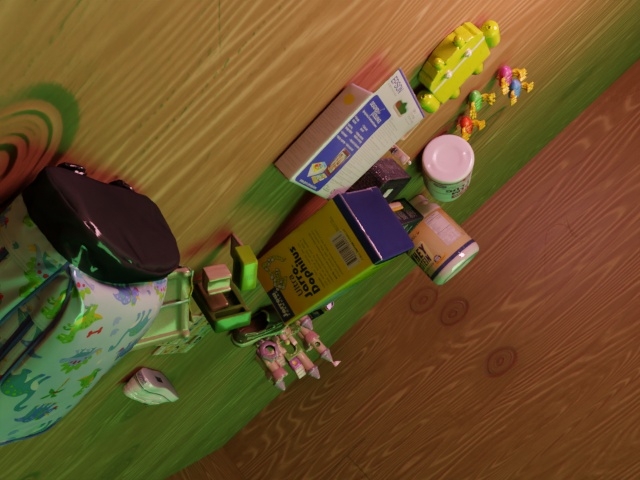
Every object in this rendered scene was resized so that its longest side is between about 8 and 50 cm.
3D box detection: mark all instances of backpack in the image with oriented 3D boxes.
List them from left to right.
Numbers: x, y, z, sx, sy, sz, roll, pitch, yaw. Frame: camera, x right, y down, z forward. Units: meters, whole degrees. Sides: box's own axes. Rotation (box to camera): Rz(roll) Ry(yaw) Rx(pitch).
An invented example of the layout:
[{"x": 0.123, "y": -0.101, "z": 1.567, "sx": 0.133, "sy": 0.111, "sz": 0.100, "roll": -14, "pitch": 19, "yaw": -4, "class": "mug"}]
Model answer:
[{"x": -0.377, "y": 0.100, "z": 0.734, "sx": 0.356, "sy": 0.273, "sz": 0.290, "roll": -30, "pitch": 171, "yaw": 3, "class": "backpack"}]

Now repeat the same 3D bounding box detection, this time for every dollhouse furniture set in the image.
[{"x": -0.306, "y": 0.099, "z": 1.160, "sx": 0.302, "sy": 0.151, "sz": 0.197, "roll": -12, "pitch": 129, "yaw": -29, "class": "dollhouse furniture set"}, {"x": 0.228, "y": -0.258, "z": 1.428, "sx": 0.114, "sy": 0.081, "sz": 0.091, "roll": -48, "pitch": 163, "yaw": 22, "class": "dollhouse furniture set"}]

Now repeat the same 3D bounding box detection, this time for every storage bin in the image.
[{"x": 0.164, "y": -0.159, "z": 1.533, "sx": 0.122, "sy": 0.084, "sz": 0.180, "roll": -50, "pitch": 163, "yaw": 28, "class": "storage bin"}]

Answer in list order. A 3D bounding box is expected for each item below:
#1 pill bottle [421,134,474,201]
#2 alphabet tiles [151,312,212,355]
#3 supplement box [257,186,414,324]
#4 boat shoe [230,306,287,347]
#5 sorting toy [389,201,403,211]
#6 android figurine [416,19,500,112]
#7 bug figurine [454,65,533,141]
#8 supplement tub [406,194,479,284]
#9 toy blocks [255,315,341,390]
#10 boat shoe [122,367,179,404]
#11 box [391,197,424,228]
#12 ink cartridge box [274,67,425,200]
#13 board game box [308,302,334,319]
[{"x": 0.421, "y": -0.229, "z": 1.805, "sx": 0.160, "sy": 0.160, "sz": 0.283, "roll": -42, "pitch": 164, "yaw": 2, "class": "pill bottle"}, {"x": -0.363, "y": 0.253, "z": 1.523, "sx": 0.198, "sy": 0.009, "sz": 0.237, "roll": -43, "pitch": 164, "yaw": 4, "class": "alphabet tiles"}, {"x": 0.027, "y": 0.041, "z": 1.420, "sx": 0.357, "sy": 0.195, "sz": 0.194, "roll": -38, "pitch": 168, "yaw": 33, "class": "supplement box"}, {"x": -0.184, "y": 0.277, "z": 1.851, "sx": 0.258, "sy": 0.095, "sz": 0.095, "roll": -29, "pitch": 153, "yaw": -37, "class": "boat shoe"}, {"x": 0.130, "y": -0.079, "z": 1.688, "sx": 0.196, "sy": 0.047, "sz": 0.348, "roll": -27, "pitch": 173, "yaw": 36, "class": "sorting toy"}, {"x": 0.324, "y": -0.416, "z": 1.293, "sx": 0.248, "sy": 0.056, "sz": 0.273, "roll": -46, "pitch": 165, "yaw": 16, "class": "android figurine"}, {"x": 0.529, "y": -0.436, "z": 1.679, "sx": 0.279, "sy": 0.072, "sz": 0.216, "roll": -37, "pitch": 158, "yaw": 1, "class": "bug figurine"}, {"x": 0.442, "y": -0.005, "z": 2.149, "sx": 0.228, "sy": 0.316, "sz": 0.228, "roll": -38, "pitch": 163, "yaw": -14, "class": "supplement tub"}, {"x": -0.099, "y": 0.497, "z": 2.308, "sx": 0.289, "sy": 0.260, "sz": 0.309, "roll": -34, "pitch": 162, "yaw": -22, "class": "toy blocks"}, {"x": -0.492, "y": 0.431, "z": 1.568, "sx": 0.084, "sy": 0.095, "sz": 0.258, "roll": -35, "pitch": 153, "yaw": -9, "class": "boat shoe"}, {"x": 0.257, "y": -0.056, "z": 1.968, "sx": 0.153, "sy": 0.108, "sz": 0.207, "roll": -51, "pitch": 162, "yaw": 29, "class": "box"}, {"x": 0.075, "y": -0.226, "z": 1.193, "sx": 0.307, "sy": 0.072, "sz": 0.304, "roll": -46, "pitch": 162, "yaw": 9, "class": "ink cartridge box"}, {"x": -0.046, "y": 0.154, "z": 1.749, "sx": 0.060, "sy": 0.194, "sz": 0.194, "roll": -32, "pitch": 175, "yaw": -28, "class": "board game box"}]
